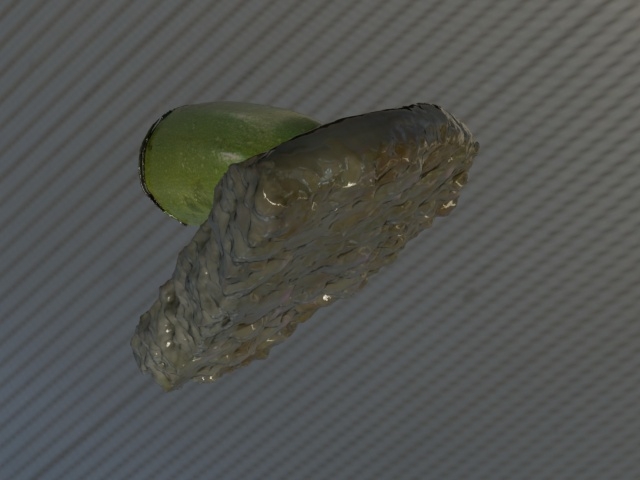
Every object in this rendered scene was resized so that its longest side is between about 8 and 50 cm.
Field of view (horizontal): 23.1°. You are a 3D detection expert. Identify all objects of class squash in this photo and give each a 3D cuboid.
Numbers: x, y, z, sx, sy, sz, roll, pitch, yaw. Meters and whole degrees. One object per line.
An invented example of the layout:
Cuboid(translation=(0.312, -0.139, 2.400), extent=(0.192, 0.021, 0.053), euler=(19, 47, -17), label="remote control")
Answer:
Cuboid(translation=(-0.041, -0.051, 1.056), extent=(0.095, 0.188, 0.095), euler=(-2, 94, -32), label="squash")

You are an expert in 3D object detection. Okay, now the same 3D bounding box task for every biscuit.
Cuboid(translation=(-0.001, -0.002, 0.639), extent=(0.141, 0.038, 0.290), euler=(-27, 169, -21), label="biscuit")
